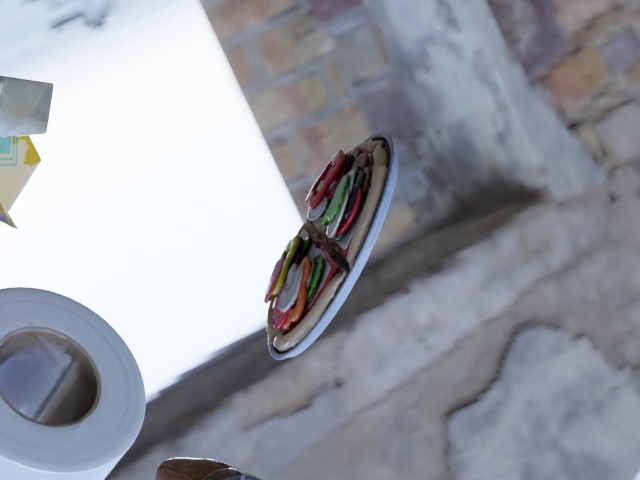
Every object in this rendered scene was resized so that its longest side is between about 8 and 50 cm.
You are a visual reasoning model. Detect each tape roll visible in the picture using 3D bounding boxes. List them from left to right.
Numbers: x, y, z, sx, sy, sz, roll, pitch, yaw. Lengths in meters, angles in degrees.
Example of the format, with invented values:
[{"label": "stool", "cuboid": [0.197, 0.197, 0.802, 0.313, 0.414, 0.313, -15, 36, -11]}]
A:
[{"label": "tape roll", "cuboid": [-0.339, 0.197, 2.025, 0.246, 0.246, 0.169, -34, 168, -47]}]

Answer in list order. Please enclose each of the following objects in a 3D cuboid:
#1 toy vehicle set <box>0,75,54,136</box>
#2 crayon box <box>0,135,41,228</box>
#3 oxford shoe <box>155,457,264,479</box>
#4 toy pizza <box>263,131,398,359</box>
[{"label": "toy vehicle set", "cuboid": [-0.315, -0.102, 1.132, 0.266, 0.035, 0.166, 8, -176, 0]}, {"label": "crayon box", "cuboid": [-0.443, -0.146, 2.046, 0.083, 0.203, 0.323, -60, 166, -18]}, {"label": "oxford shoe", "cuboid": [-0.039, 0.203, 1.272, 0.076, 0.212, 0.076, 24, -105, 43]}, {"label": "toy pizza", "cuboid": [0.000, 0.000, 1.432, 0.201, 0.032, 0.201, -57, -165, 25]}]
